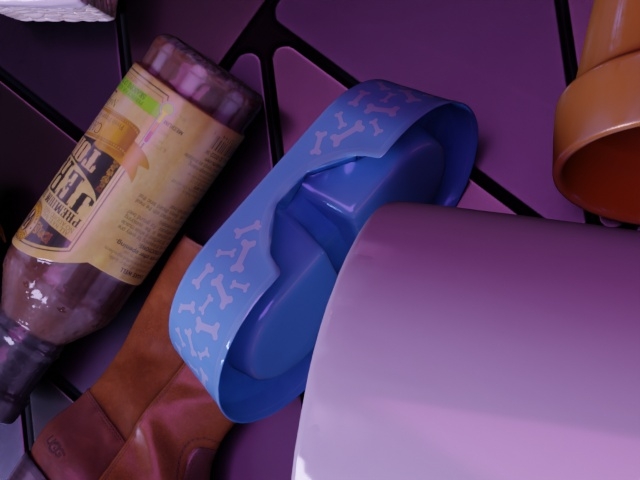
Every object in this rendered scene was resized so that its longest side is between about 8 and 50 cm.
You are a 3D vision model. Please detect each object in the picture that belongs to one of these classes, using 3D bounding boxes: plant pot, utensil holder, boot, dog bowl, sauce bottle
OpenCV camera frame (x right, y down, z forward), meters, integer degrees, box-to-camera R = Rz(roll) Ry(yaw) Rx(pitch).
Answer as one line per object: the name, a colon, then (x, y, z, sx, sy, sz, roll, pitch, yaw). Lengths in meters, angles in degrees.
plant pot: (0.272, -0.132, 1.027, 0.205, 0.205, 0.188, -2, 69, 14)
utensil holder: (0.208, 0.146, 0.945, 0.385, 0.327, 0.327, 10, 88, 16)
boot: (-0.083, 0.173, 1.153, 0.264, 0.096, 0.280, 35, 83, 17)
dog bowl: (0.000, 0.000, 1.074, 0.074, 0.166, 0.297, 34, 76, 26)
sauce bottle: (-0.184, -0.005, 1.160, 0.111, 0.111, 0.344, 35, 93, 14)

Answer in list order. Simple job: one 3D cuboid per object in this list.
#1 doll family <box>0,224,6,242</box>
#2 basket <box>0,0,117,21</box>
doll family: (-0.362, -0.016, 1.219, 0.263, 0.118, 0.163, 27, 98, 32)
basket: (-0.229, -0.271, 1.198, 0.113, 0.103, 0.167, 3, 87, 14)
